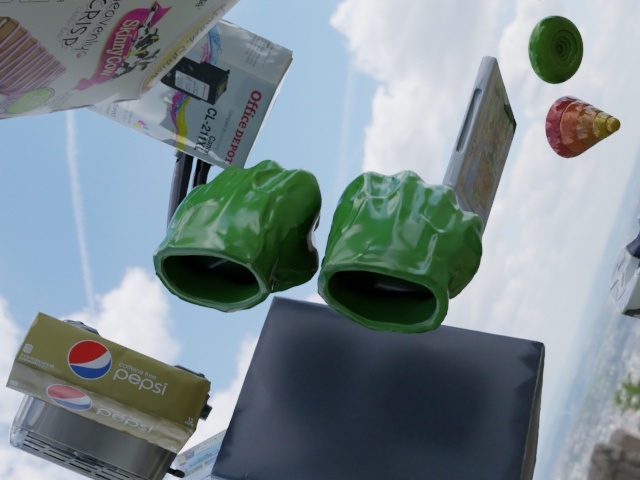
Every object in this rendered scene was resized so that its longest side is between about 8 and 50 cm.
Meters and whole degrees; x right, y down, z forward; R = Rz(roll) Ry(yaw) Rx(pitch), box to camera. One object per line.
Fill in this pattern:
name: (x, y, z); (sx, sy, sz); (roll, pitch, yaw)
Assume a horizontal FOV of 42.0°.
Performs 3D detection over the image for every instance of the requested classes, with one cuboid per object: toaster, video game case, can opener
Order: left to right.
toaster: (-0.242, 0.187, 0.927); (0.129, 0.226, 0.147); (128, 166, -69)
can opener: (-0.160, -0.078, 1.037); (0.073, 0.059, 0.186); (-12, 61, 66)
video game case: (-0.121, 0.331, 1.327); (0.226, 0.026, 0.206); (-27, 9, -13)
video game case: (0.231, -0.125, 1.185); (0.212, 0.023, 0.194); (42, -115, -63)

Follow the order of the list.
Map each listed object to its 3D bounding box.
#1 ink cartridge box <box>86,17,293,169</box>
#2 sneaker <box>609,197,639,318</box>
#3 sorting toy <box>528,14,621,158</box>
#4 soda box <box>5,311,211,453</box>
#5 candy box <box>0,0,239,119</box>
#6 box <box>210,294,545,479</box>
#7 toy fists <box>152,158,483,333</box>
ink cartridge box: (-0.132, -0.161, 0.840); (0.072, 0.175, 0.127); (-73, 8, -47)
sneaker: (0.408, -0.012, 0.845); (0.094, 0.152, 0.235); (-87, 8, -66)
sorting toy: (0.469, -0.327, 1.510); (0.127, 0.126, 0.366); (-22, -74, -25)
soda box: (-0.203, 0.139, 0.806); (0.061, 0.181, 0.058); (-53, 18, 47)
candy box: (-0.163, -0.131, 0.460); (0.159, 0.071, 0.233); (-31, -6, 42)
box: (0.091, 0.262, 0.962); (0.395, 0.293, 0.212); (70, -147, -57)
toy fists: (0.000, 0.000, 0.721); (0.142, 0.279, 0.096); (-66, -27, -43)
